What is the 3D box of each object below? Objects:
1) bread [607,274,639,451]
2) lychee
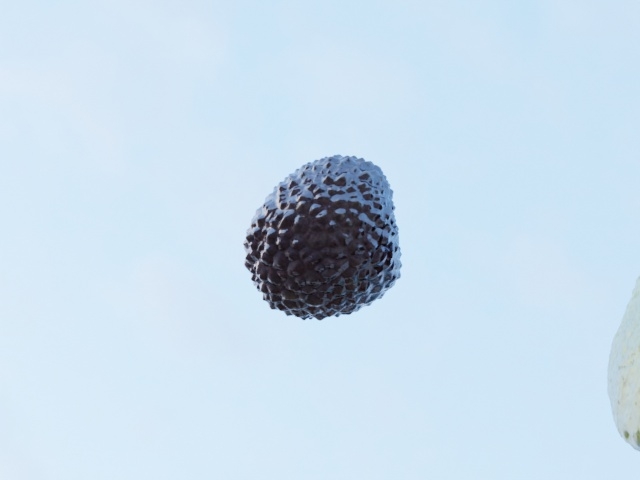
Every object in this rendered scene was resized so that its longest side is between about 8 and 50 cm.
[{"bbox_3d":[0.505,0.113,1.815,0.307,0.348,0.348,24,-37,-1],"label":"bread"},{"bbox_3d":[0.000,0.000,1.862,0.188,0.188,0.188,8,-36,6],"label":"lychee"}]
